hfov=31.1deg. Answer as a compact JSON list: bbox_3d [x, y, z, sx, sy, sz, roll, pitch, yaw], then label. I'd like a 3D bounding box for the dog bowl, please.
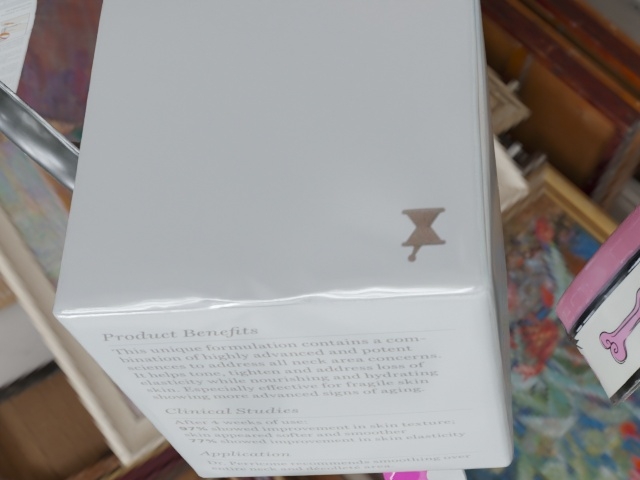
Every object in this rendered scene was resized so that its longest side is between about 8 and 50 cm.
[{"bbox_3d":[0.473,0.020,1.498,0.408,0.150,0.408,-42,165,-14],"label":"dog bowl"}]

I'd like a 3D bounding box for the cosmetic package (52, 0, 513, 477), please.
[{"bbox_3d":[0.000,0.000,1.051,0.329,0.327,0.393,-3,150,10],"label":"cosmetic package"}]

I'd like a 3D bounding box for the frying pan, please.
[{"bbox_3d":[-0.298,-0.115,1.222,0.053,0.197,0.326,-49,-161,-6],"label":"frying pan"}]

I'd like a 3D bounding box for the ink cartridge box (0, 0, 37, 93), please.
[{"bbox_3d":[-0.651,-0.313,1.940,0.308,0.091,0.385,-26,170,-28],"label":"ink cartridge box"}]

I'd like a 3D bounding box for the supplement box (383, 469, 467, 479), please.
[{"bbox_3d":[0.141,0.289,1.697,0.111,0.114,0.220,-18,-172,4],"label":"supplement box"}]
